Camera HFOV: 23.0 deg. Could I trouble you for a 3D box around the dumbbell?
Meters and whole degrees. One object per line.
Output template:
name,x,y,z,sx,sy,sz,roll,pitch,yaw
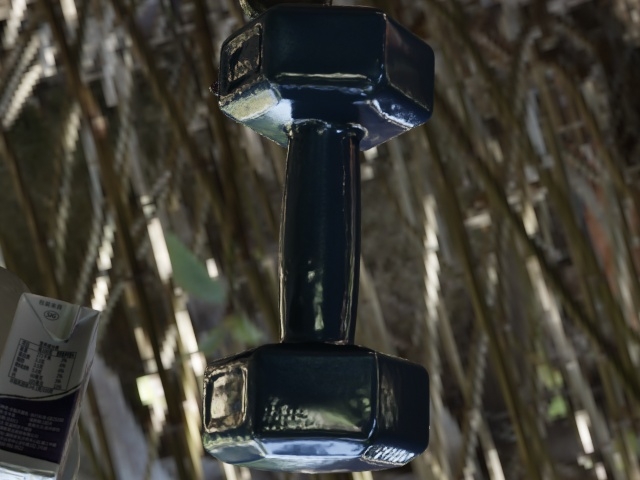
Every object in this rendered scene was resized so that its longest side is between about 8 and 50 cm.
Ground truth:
dumbbell,0.000,0.000,1.102,0.144,0.325,0.160,-5,165,29

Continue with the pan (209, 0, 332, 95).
pan,-0.067,-0.258,1.842,0.212,0.115,0.040,-56,176,-19

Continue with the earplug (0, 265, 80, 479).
earplug,-0.496,0.249,2.141,0.312,0.394,0.313,-12,127,-16

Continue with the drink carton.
drink carton,-0.323,0.187,1.770,0.101,0.222,0.134,12,145,-3
